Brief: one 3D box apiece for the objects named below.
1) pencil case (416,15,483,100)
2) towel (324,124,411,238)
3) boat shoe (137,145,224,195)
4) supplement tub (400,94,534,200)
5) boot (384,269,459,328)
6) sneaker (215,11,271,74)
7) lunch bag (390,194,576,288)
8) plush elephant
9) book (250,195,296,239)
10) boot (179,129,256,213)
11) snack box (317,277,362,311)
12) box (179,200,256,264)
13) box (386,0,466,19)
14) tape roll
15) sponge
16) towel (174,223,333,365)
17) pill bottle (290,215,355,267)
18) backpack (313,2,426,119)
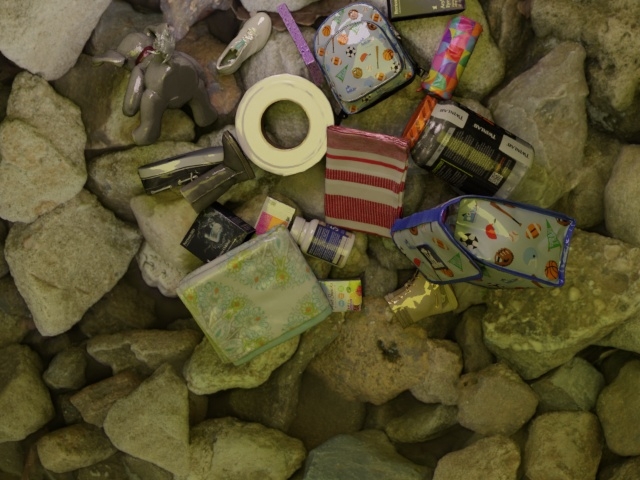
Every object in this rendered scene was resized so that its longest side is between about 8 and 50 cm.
[{"bbox_3d":[0.362,-0.506,1.846,0.104,0.104,0.237,25,101,-3],"label":"pencil case"},{"bbox_3d":[0.124,-0.157,1.878,0.236,0.037,0.329,12,127,14],"label":"towel"},{"bbox_3d":[-0.377,-0.200,1.939,0.306,0.113,0.105,-15,110,-1],"label":"boat shoe"},{"bbox_3d":[0.402,-0.253,1.843,0.337,0.207,0.207,29,102,-4],"label":"supplement tub"},{"bbox_3d":[0.280,0.123,1.992,0.203,0.095,0.262,-23,103,9],"label":"boot"},{"bbox_3d":[-0.216,-0.552,1.863,0.080,0.094,0.212,41,101,-5],"label":"sneaker"},{"bbox_3d":[0.415,0.007,1.780,0.385,0.328,0.239,16,79,-16],"label":"lunch bag"},{"bbox_3d":[-0.471,-0.464,1.832,0.271,0.255,0.330,-32,142,-29],"label":"plush elephant"},{"bbox_3d":[-0.145,-0.050,2.003,0.096,0.035,0.144,25,102,1],"label":"book"},{"bbox_3d":[-0.305,-0.190,1.861,0.208,0.076,0.190,-25,128,0],"label":"boot"},{"bbox_3d":[0.057,0.168,2.037,0.141,0.037,0.100,-2,101,3],"label":"snack box"},{"bbox_3d":[-0.306,-0.010,1.978,0.158,0.093,0.156,35,102,4],"label":"box"},{"bbox_3d":[0.282,-0.688,1.803,0.206,0.108,0.153,-7,103,4],"label":"box"},{"bbox_3d":[-0.099,-0.333,1.904,0.285,0.100,0.287,0,102,2],"label":"tape roll"},{"bbox_3d":[-0.053,-0.534,1.805,0.031,0.117,0.210,-26,71,6],"label":"sponge"},{"bbox_3d":[-0.192,0.171,1.943,0.374,0.090,0.321,-29,114,2],"label":"towel"},{"bbox_3d":[0.000,0.000,1.965,0.186,0.112,0.112,22,103,-3],"label":"pill bottle"},{"bbox_3d":[0.107,-0.506,1.810,0.276,0.213,0.264,-29,89,11],"label":"backpack"}]
